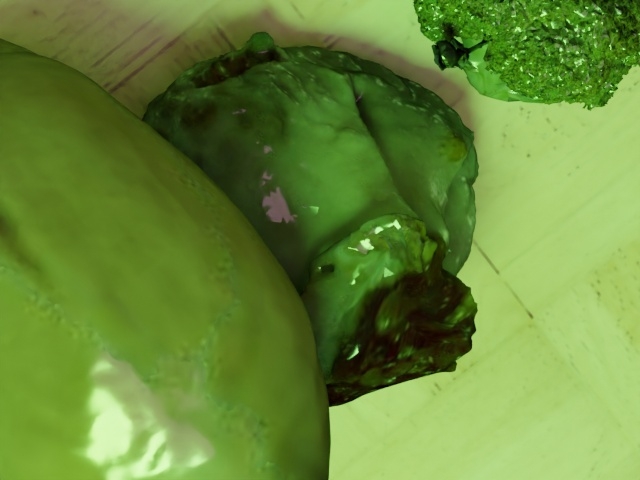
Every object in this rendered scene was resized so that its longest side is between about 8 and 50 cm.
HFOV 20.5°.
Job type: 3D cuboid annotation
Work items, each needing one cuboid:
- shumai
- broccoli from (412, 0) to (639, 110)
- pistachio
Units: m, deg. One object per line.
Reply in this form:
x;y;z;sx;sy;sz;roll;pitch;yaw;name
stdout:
-0.005;-0.003;0.854;0.184;0.142;0.184;-5;110;-14;shumai
0.107;-0.117;0.860;0.130;0.131;0.120;4;148;-16;broccoli
-0.103;0.034;0.787;0.162;0.293;0.181;-42;156;-6;pistachio
